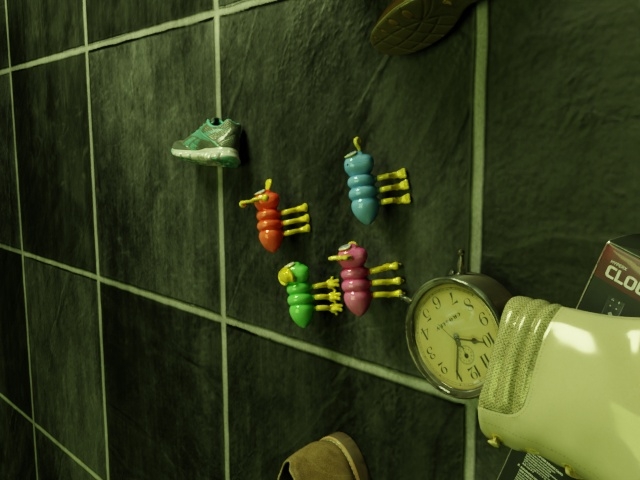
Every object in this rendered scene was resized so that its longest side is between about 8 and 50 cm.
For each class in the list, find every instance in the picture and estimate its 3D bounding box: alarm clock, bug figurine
[{"bbox_3d":[0.165,0.116,0.704,0.129,0.064,0.192,-43,62,42],"label":"alarm clock"},{"bbox_3d":[0.000,0.000,0.865,0.279,0.072,0.216,-17,83,48],"label":"bug figurine"}]

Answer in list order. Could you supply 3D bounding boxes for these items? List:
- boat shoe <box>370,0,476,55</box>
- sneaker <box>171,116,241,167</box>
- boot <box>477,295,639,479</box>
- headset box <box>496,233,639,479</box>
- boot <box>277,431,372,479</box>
[{"bbox_3d":[0.124,-0.264,0.706,0.178,0.064,0.060,-33,41,44],"label":"boat shoe"},{"bbox_3d":[-0.178,-0.160,1.061,0.166,0.065,0.076,10,86,44],"label":"sneaker"},{"bbox_3d":[0.214,0.173,0.465,0.203,0.095,0.262,2,96,47],"label":"boot"},{"bbox_3d":[0.299,0.143,0.523,0.218,0.110,0.293,35,120,40],"label":"headset box"},{"bbox_3d":[0.041,0.408,0.848,0.112,0.115,0.305,-48,62,39],"label":"boot"}]
